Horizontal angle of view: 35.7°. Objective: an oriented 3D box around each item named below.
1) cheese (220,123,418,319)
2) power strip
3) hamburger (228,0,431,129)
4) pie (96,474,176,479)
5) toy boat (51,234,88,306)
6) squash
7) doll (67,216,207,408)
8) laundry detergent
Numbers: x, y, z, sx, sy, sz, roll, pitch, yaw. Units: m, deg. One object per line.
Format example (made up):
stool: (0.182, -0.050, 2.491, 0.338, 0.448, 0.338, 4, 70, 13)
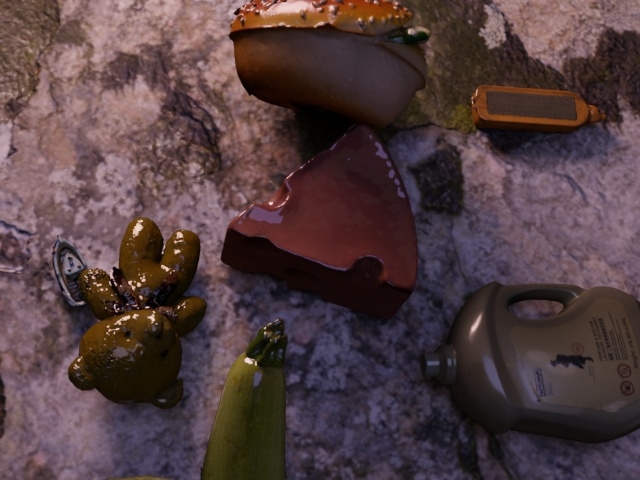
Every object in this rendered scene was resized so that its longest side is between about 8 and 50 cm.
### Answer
cheese: (0.027, 0.006, 1.072, 0.203, 0.128, 0.177, -39, 81, -23)
power strip: (0.270, -0.160, 1.235, 0.178, 0.028, 0.049, 2, 69, -10)
hamburger: (0.008, -0.209, 1.109, 0.237, 0.237, 0.147, 15, 90, -5)
pie: (-0.155, 0.367, 0.906, 0.372, 0.078, 0.296, 13, 80, -3)
toy boat: (-0.264, 0.032, 1.056, 0.038, 0.038, 0.083, -21, 76, -18)
squash: (-0.068, 0.175, 1.021, 0.090, 0.075, 0.200, 10, 89, 12)
doll: (-0.180, 0.067, 1.027, 0.137, 0.097, 0.209, 19, 61, -23)
laundry detergent: (0.234, 0.130, 1.084, 0.254, 0.091, 0.181, 1, 68, -10)
